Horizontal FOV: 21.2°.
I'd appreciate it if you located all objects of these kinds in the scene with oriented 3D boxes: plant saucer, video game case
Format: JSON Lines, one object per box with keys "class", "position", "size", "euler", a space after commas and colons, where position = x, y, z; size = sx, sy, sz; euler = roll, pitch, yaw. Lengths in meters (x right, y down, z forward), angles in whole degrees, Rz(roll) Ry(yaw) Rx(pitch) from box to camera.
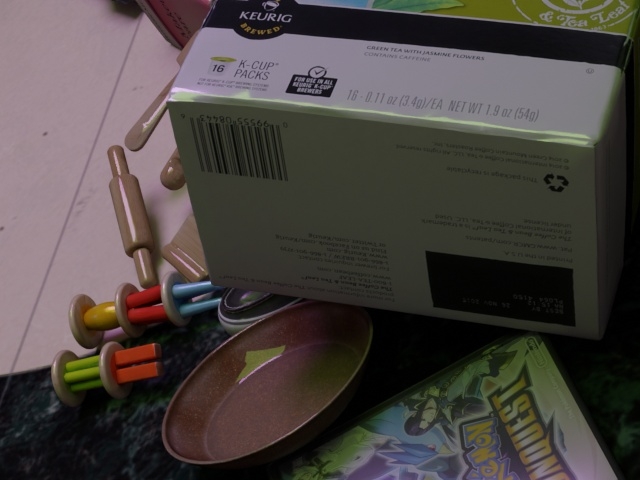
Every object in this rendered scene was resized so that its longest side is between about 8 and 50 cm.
{"class": "plant saucer", "position": [-0.037, 0.124, 1.405], "size": [0.199, 0.036, 0.198], "euler": [-26, 26, 14]}
{"class": "video game case", "position": [0.100, 0.207, 1.250], "size": [0.248, 0.035, 0.275], "euler": [-29, 39, 6]}

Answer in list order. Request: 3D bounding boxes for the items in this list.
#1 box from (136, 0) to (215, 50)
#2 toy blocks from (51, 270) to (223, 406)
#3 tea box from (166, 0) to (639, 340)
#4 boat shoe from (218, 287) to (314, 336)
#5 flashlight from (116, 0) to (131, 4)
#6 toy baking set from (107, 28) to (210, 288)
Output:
{"class": "box", "position": [-0.097, -0.264, 1.781], "size": [0.127, 0.148, 0.232], "euler": [-44, 40, -11]}
{"class": "toy blocks", "position": [-0.159, 0.085, 1.541], "size": [0.148, 0.054, 0.123], "euler": [-14, 42, 22]}
{"class": "tea box", "position": [0.096, -0.126, 1.373], "size": [0.329, 0.220, 0.323], "euler": [7, 48, 16]}
{"class": "boat shoe", "position": [0.000, 0.000, 1.500], "size": [0.228, 0.076, 0.080], "euler": [-30, 39, 5]}
{"class": "flashlight", "position": [-0.305, -0.356, 2.049], "size": [0.103, 0.103, 0.304], "euler": [-13, 23, -31]}
{"class": "toy baking set", "position": [-0.119, -0.074, 1.646], "size": [0.197, 0.030, 0.256], "euler": [-30, 58, 13]}
